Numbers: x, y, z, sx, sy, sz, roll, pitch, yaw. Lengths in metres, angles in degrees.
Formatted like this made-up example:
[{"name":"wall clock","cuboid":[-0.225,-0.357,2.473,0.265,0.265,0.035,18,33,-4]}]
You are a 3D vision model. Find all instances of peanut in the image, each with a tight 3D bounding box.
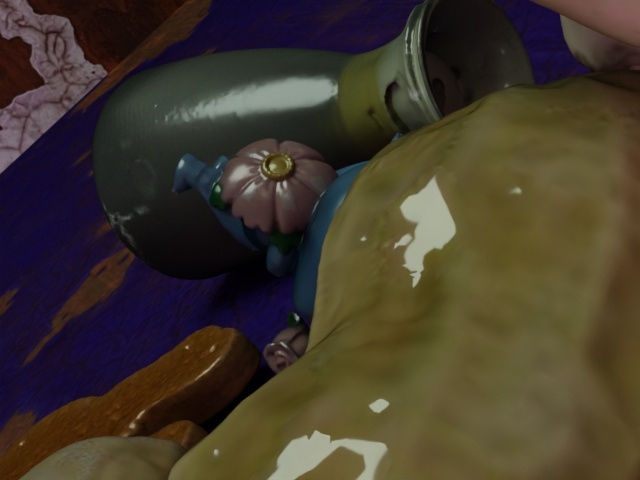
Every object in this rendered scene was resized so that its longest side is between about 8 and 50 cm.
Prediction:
[{"name":"peanut","cuboid":[0.074,0.054,0.509,0.158,0.174,0.340,-16,34,37]}]

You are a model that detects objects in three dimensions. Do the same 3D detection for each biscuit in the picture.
[{"name":"biscuit","cuboid":[-0.179,0.176,0.921,0.334,0.047,0.202,-30,21,25]}]

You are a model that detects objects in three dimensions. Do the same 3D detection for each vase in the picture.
[{"name":"vase","cuboid":[-0.006,-0.079,0.993,0.321,0.173,0.173,-13,33,42]}]

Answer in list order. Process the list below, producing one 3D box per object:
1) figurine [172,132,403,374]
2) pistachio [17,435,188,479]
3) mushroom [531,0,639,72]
[{"name":"figurine","cuboid":[-0.003,0.005,0.840,0.114,0.178,0.144,-39,-31,-56]},{"name":"pistachio","cuboid":[-0.130,0.195,0.675,0.223,0.126,0.152,-54,-11,-21]},{"name":"mushroom","cuboid":[0.167,-0.233,0.545,0.325,0.353,0.353,-61,17,8]}]
